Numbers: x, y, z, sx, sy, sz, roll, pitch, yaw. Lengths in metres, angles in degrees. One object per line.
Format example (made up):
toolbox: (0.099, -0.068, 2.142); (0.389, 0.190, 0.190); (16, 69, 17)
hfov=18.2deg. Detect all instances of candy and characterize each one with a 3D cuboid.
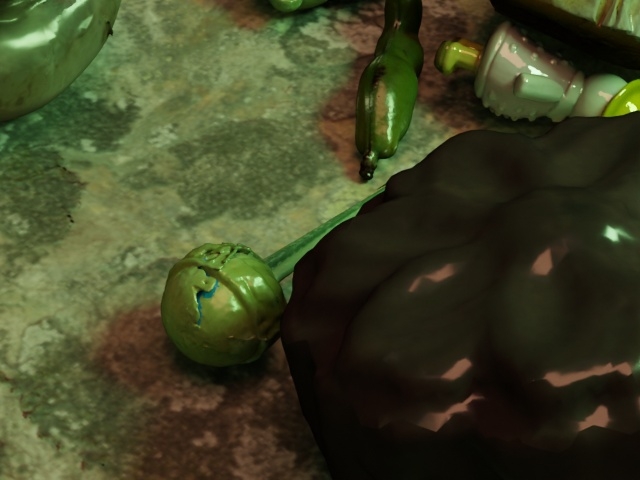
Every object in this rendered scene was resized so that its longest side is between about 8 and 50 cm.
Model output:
candy: (0.000, 0.000, 1.580); (0.093, 0.092, 0.335); (-5, 20, 45)

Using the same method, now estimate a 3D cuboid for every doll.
doll: (0.202, -0.130, 1.720); (0.207, 0.081, 0.129); (24, 15, 12)

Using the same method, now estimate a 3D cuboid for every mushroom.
mushroom: (-0.282, -0.252, 1.622); (0.298, 0.290, 0.297); (9, 72, -28)

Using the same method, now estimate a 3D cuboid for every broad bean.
broad bean: (0.061, -0.139, 1.728); (0.048, 0.070, 0.213); (-3, 52, 15)

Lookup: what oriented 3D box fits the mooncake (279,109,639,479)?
mooncake: (0.158, 0.072, 1.386); (0.351, 0.212, 0.381); (-20, 34, -7)

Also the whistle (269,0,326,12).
whistle: (0.025, -0.269, 1.839); (0.227, 0.085, 0.105); (-17, 58, -22)

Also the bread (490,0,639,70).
bread: (0.229, -0.225, 1.748); (0.210, 0.109, 0.192); (28, 5, 22)
